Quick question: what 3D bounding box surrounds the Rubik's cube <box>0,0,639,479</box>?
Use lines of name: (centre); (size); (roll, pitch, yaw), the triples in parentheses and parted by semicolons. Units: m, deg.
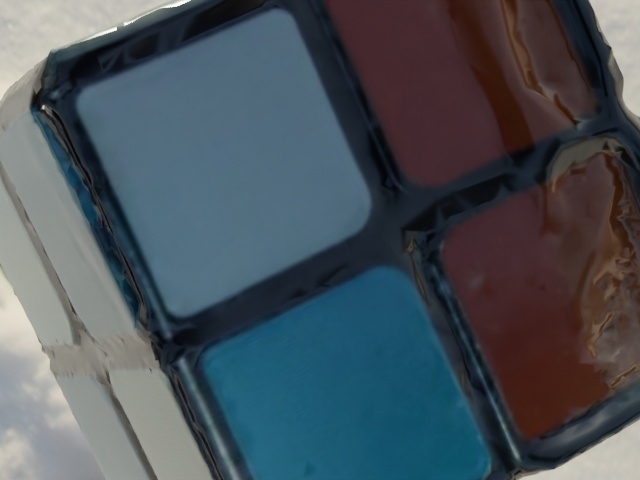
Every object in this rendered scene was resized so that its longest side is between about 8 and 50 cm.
Rubik's cube: (0.000, 0.000, 0.570); (0.180, 0.167, 0.183); (-29, 94, -20)
